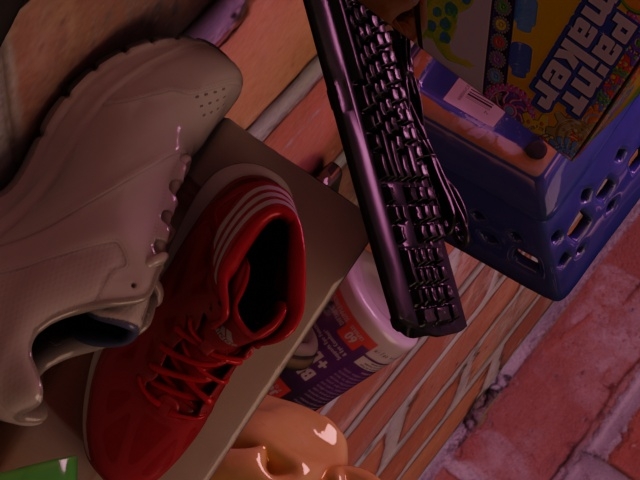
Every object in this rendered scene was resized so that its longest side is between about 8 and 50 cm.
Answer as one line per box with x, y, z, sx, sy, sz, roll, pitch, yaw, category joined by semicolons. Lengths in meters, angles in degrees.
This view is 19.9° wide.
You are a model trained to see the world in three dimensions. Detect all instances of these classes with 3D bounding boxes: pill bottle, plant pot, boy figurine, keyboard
-0.017;0.098;1.648;0.193;0.108;0.108;-35;174;21;pill bottle
0.184;-0.117;1.698;0.236;0.236;0.212;-54;159;-11;plant pot
-0.046;0.170;1.442;0.092;0.285;0.177;-62;168;21;boy figurine
0.046;-0.091;1.219;0.033;0.317;0.201;-16;175;17;keyboard

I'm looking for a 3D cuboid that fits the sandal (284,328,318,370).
-0.066;0.043;1.455;0.303;0.120;0.086;31;79;-76;sandal

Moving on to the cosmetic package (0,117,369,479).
-0.104;0.066;1.233;0.296;0.129;0.153;-56;-166;-1;cosmetic package

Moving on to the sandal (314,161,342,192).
0.000;0.000;1.672;0.090;0.060;0.219;-50;165;-25;sandal

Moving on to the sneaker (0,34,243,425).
-0.133;-0.004;1.077;0.297;0.129;0.111;-50;163;-29;sneaker

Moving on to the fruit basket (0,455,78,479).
-0.282;0.120;0.702;0.283;0.392;0.392;-21;-170;36;fruit basket

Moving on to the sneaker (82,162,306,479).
-0.078;0.063;1.090;0.128;0.087;0.221;-127;-121;-74;sneaker

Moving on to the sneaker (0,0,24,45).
-0.195;-0.027;0.864;0.267;0.106;0.101;-59;165;6;sneaker

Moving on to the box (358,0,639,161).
0.143;-0.245;1.112;0.290;0.279;0.177;-42;166;-46;box

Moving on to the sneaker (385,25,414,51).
0.056;-0.194;1.447;0.134;0.051;0.070;-64;163;18;sneaker
